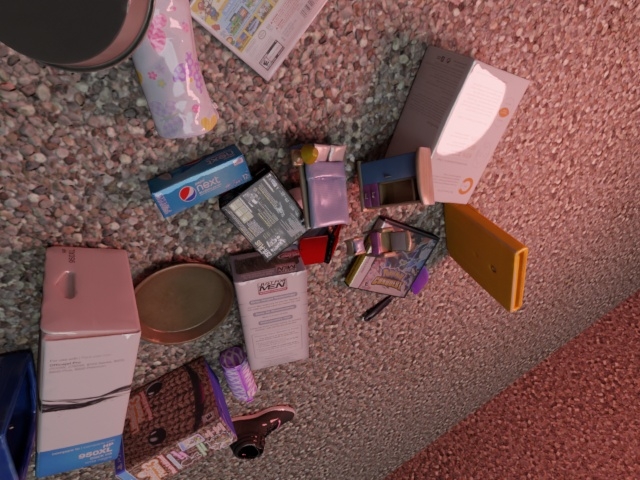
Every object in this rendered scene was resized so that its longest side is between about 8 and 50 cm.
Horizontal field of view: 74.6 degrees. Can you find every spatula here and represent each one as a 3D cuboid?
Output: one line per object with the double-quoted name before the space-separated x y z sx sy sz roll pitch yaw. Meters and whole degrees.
"spatula" 0.278 0.204 1.526 0.296 0.030 0.084 -34 128 -3

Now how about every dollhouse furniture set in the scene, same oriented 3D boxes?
"dollhouse furniture set" 0.096 -0.089 0.977 0.303 0.198 0.287 -7 92 -43

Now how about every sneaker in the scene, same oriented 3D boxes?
"sneaker" -0.208 0.709 1.540 0.295 0.147 0.105 -1 122 -31

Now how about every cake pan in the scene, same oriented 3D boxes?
"cake pan" -0.388 -0.388 0.593 0.292 0.054 0.294 -1 122 -1

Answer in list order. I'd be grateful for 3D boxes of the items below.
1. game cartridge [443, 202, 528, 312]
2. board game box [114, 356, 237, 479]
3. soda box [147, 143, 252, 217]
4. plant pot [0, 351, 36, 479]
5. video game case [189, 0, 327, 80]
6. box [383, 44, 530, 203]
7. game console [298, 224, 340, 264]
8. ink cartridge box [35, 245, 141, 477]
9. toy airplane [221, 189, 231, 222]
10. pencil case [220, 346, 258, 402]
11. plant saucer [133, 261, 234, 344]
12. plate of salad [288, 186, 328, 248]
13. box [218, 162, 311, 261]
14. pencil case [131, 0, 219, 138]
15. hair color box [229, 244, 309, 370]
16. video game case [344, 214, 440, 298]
"game cartridge" 0.513 0.033 1.337 0.052 0.324 0.286 -27 133 -7
"board game box" -0.424 0.521 1.212 0.290 0.232 0.141 -26 132 -12
"soda box" -0.264 -0.133 0.924 0.209 0.071 0.067 -26 131 -12
"plant pot" -0.775 0.416 0.932 0.211 0.236 0.236 0 122 -23
"video game case" -0.110 -0.462 0.802 0.206 0.026 0.227 30 106 -42
"box" 0.336 -0.289 1.097 0.214 0.168 0.346 2 121 -32
"game console" 0.000 0.000 1.173 0.144 0.085 0.124 99 13 -57
"ink cartridge box" -0.517 0.251 0.915 0.166 0.285 0.395 2 122 -33
"toy airplane" -0.172 -0.091 1.040 0.151 0.028 0.151 -15 128 -20
"pencil case" -0.260 0.432 1.341 0.086 0.088 0.206 -21 130 -14
"plant saucer" -0.366 0.163 1.109 0.277 0.041 0.278 -16 131 -20
"plate of salad" -0.058 -0.062 1.116 0.199 0.048 0.200 -16 131 -19
"box" -0.128 -0.065 1.001 0.147 0.077 0.180 -37 118 3
"pencil case" -0.269 -0.321 0.750 0.123 0.114 0.273 -12 129 -6
"hair color box" -0.137 0.201 1.196 0.185 0.114 0.375 -10 131 -12
"video game case" 0.239 0.064 1.378 0.274 0.035 0.249 16 109 -36
